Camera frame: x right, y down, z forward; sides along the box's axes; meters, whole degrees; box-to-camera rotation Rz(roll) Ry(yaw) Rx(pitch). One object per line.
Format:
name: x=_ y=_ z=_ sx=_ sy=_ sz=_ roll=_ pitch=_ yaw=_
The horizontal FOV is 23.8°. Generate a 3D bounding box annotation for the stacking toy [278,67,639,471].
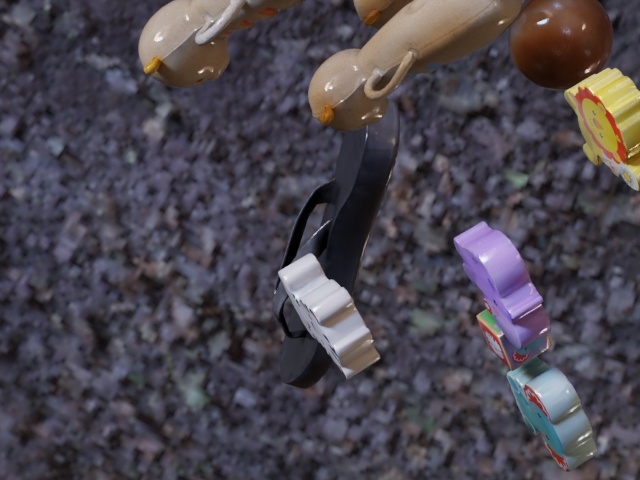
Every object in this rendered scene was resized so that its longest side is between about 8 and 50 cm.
stacking toy: x=0.097 y=0.052 z=0.686 sx=0.052 sy=0.167 sz=0.221 roll=47 pitch=167 yaw=55

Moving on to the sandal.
sandal: x=0.000 y=-0.001 z=1.141 sx=0.054 sy=0.097 sz=0.254 roll=8 pitch=123 yaw=-11

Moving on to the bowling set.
bowling set: x=0.034 y=-0.121 z=0.775 sx=0.154 sy=0.287 sz=0.200 roll=-30 pitch=111 yaw=38
